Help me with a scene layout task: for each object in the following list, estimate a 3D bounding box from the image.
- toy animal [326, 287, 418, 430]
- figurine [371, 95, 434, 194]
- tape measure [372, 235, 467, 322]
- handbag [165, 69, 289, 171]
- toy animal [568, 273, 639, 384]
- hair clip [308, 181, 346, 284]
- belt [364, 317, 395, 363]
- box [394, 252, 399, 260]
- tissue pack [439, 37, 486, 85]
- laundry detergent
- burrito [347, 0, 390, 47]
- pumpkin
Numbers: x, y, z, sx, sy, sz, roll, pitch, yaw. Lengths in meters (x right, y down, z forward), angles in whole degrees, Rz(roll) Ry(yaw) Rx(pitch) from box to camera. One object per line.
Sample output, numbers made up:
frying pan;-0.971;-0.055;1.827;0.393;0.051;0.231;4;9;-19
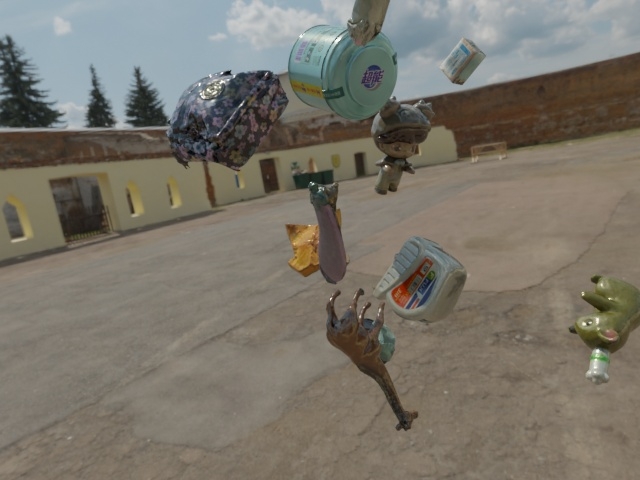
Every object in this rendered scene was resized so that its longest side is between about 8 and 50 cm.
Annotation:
toy animal;0.099;0.218;0.790;0.225;0.229;0.066;28;-43;-24
figurine;0.304;-0.372;1.661;0.249;0.379;0.203;-1;27;-21
tape measure;0.319;0.136;1.336;0.130;0.258;0.265;16;21;-39
handbag;-0.191;-0.245;0.809;0.208;0.126;0.228;15;65;32
toy animal;0.878;0.262;1.309;0.363;0.180;0.181;-32;36;-29
hair clip;0.029;-0.008;1.251;0.110;0.358;0.095;4;29;15
belt;0.170;0.342;1.407;0.078;0.151;0.198;31;-11;-25
box;0.433;0.173;1.757;0.189;0.153;0.252;-9;33;-10
tissue pack;0.368;-0.464;1.082;0.059;0.074;0.094;-4;-33;-38
laundry detergent;0.083;-0.565;1.402;0.288;0.286;0.305;-14;32;-27
burrito;0.092;-0.415;0.661;0.064;0.202;0.064;12;32;-8
pumpkin;-0.016;0.021;1.608;0.259;0.095;0.289;-21;50;19
